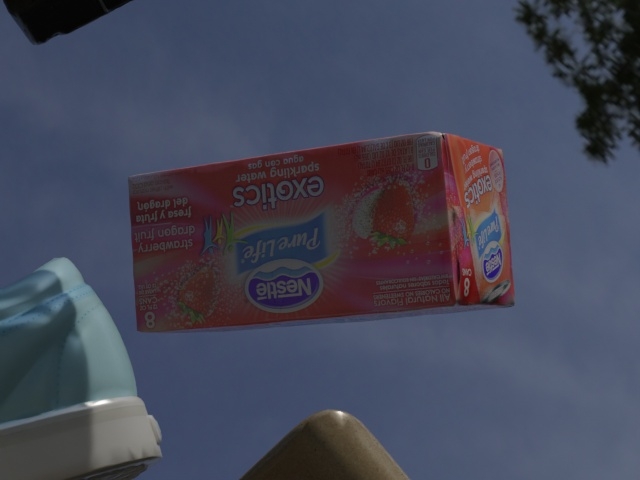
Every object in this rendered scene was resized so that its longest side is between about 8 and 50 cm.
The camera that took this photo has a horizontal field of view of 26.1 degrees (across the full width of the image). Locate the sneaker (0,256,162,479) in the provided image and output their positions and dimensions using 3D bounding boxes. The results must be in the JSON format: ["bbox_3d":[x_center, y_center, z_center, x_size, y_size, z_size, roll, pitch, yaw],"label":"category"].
[{"bbox_3d":[-0.258,0.083,0.645,0.365,0.150,0.135,-7,-20,-40],"label":"sneaker"}]

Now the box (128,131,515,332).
[{"bbox_3d":[0.000,0.000,1.187,0.299,0.154,0.142,-6,-96,25],"label":"box"}]

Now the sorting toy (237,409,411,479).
[{"bbox_3d":[0.018,0.260,0.613,0.229,0.307,0.041,-43,-17,6],"label":"sorting toy"}]

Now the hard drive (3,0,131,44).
[{"bbox_3d":[-0.063,-0.283,0.777,0.338,0.237,0.064,-28,-20,-4],"label":"hard drive"}]
